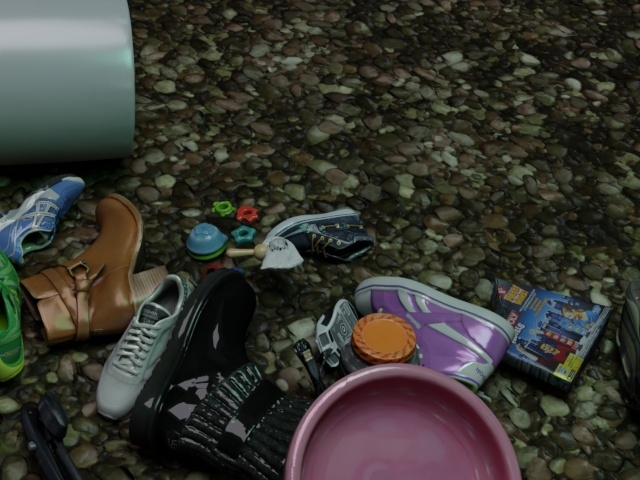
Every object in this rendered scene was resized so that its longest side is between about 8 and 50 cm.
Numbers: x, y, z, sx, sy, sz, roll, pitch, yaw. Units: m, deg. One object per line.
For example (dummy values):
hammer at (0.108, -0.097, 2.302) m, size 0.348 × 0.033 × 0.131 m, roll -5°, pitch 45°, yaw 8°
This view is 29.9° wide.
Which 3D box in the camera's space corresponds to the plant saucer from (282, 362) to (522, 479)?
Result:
plant saucer at (0.106, 0.335, 1.615) m, size 0.332 × 0.084 × 0.332 m, roll 5°, pitch 70°, yaw -14°

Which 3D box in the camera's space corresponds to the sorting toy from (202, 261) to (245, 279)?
sorting toy at (-0.147, 0.071, 1.978) m, size 0.102 × 0.061 × 0.042 m, roll 40°, pitch 16°, yaw 22°

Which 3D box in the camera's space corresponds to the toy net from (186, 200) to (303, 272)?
toy net at (-0.115, 0.005, 2.018) m, size 0.232 × 0.045 × 0.122 m, roll 21°, pitch 46°, yaw 30°

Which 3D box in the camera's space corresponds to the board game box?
board game box at (0.348, 0.147, 1.954) m, size 0.194 × 0.060 × 0.194 m, roll 24°, pitch 45°, yaw 20°

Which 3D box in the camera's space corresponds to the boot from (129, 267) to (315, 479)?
boot at (-0.097, 0.205, 1.767) m, size 0.260 × 0.131 × 0.348 m, roll 13°, pitch 51°, yaw 14°

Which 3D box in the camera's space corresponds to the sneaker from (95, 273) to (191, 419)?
sneaker at (-0.268, 0.156, 1.791) m, size 0.090 × 0.095 × 0.235 m, roll 23°, pitch 67°, yaw 9°

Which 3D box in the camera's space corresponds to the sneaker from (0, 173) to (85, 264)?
sneaker at (-0.471, -0.033, 2.026) m, size 0.081 × 0.080 × 0.211 m, roll 34°, pitch 57°, yaw 18°

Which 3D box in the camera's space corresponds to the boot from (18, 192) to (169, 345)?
boot at (-0.379, 0.048, 1.939) m, size 0.220 × 0.109 × 0.283 m, roll -17°, pitch 55°, yaw -20°

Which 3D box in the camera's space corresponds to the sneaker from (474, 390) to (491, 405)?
sneaker at (0.228, 0.231, 1.864) m, size 0.083 × 0.032 × 0.037 m, roll 18°, pitch 43°, yaw 11°

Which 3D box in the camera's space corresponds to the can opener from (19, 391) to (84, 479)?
can opener at (-0.373, 0.303, 1.678) m, size 0.059 × 0.073 × 0.186 m, roll -9°, pitch 53°, yaw -29°

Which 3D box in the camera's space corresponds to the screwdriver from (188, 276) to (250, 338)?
screwdriver at (-0.169, 0.109, 1.956) m, size 0.024 × 0.025 × 0.170 m, roll -24°, pitch 42°, yaw -30°

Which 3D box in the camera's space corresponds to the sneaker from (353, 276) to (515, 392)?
sneaker at (0.143, 0.156, 1.873) m, size 0.282 × 0.102 × 0.161 m, roll 16°, pitch 58°, yaw 35°

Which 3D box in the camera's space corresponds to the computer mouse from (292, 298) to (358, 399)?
computer mouse at (0.011, 0.163, 1.882) m, size 0.042 × 0.106 × 0.193 m, roll -19°, pitch 20°, yaw 29°

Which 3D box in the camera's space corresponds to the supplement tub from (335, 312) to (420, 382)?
supplement tub at (0.081, 0.203, 1.754) m, size 0.117 × 0.190 × 0.117 m, roll 4°, pitch 42°, yaw -3°

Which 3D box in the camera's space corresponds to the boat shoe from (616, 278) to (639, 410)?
boat shoe at (0.537, 0.208, 1.866) m, size 0.132 × 0.130 × 0.355 m, roll 12°, pitch 36°, yaw -1°

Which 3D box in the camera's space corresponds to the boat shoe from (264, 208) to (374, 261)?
boat shoe at (0.000, 0.000, 2.060) m, size 0.183 × 0.065 × 0.083 m, roll -15°, pitch 48°, yaw -23°

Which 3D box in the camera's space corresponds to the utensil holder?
utensil holder at (-0.536, -0.287, 2.115) m, size 0.385 × 0.328 × 0.328 m, roll -2°, pitch 43°, yaw -16°

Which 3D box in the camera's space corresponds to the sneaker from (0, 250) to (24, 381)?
sneaker at (-0.511, 0.084, 1.847) m, size 0.109 × 0.124 × 0.295 m, roll -11°, pitch 45°, yaw -18°
